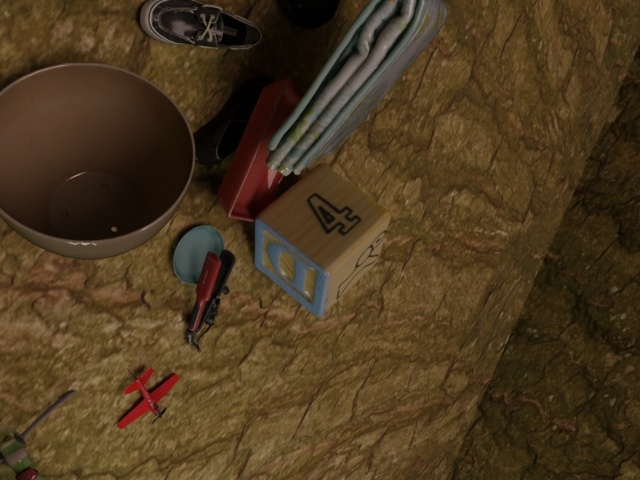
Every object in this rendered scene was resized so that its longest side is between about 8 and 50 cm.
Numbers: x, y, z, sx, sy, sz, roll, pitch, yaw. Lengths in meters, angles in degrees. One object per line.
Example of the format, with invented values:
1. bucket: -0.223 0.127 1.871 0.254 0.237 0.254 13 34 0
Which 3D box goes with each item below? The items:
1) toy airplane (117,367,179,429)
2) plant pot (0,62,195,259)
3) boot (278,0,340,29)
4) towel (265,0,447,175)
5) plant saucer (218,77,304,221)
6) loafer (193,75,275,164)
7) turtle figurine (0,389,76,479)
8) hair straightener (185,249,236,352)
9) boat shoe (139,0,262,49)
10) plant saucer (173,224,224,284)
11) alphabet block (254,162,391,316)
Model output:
1. toy airplane: -0.335 0.298 1.332 0.151 0.028 0.151 -23 125 -39
2. plant pot: -0.334 -0.086 1.001 0.284 0.284 0.191 -42 172 -28
3. boot: 0.121 -0.516 1.128 0.146 0.445 0.366 -20 122 -42
4. towel: 0.067 -0.284 1.202 0.374 0.090 0.320 -48 180 21
5. plant saucer: -0.104 -0.162 1.277 0.259 0.048 0.258 8 107 -81
6. loafer: -0.141 -0.214 1.266 0.220 0.078 0.080 -51 138 -18
7. turtle figurine: -0.522 0.426 1.127 0.267 0.274 0.197 -1 133 -28
8. hair straightener: -0.207 0.121 1.354 0.089 0.047 0.230 -12 125 -51
9. boat shoe: -0.192 -0.361 1.146 0.219 0.070 0.077 -9 114 -46
10. plant saucer: -0.237 0.025 1.317 0.119 0.021 0.119 -23 123 -40
11. alphabet block: 0.000 0.000 1.397 0.197 0.193 0.192 -42 161 -28
